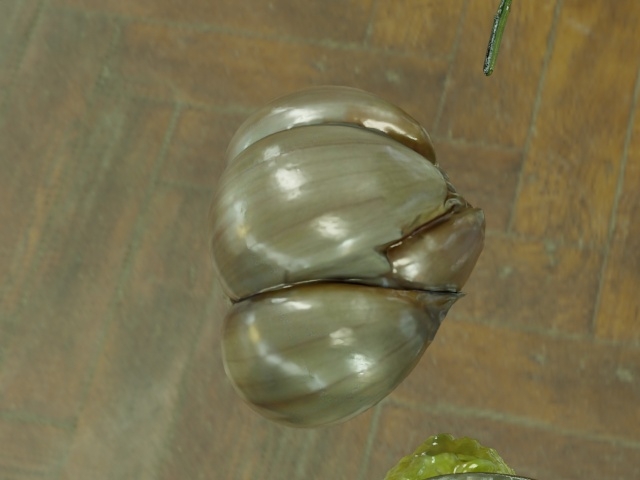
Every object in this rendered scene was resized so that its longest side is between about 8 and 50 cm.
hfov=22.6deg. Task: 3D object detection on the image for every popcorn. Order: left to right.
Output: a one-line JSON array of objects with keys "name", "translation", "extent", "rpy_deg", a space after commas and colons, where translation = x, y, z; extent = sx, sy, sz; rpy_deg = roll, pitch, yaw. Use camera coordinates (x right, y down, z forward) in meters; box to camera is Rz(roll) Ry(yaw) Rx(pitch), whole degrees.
[{"name": "popcorn", "translation": [0.135, 0.354, 1.874], "extent": [0.251, 0.237, 0.206], "rpy_deg": [-39, 87, 7]}]

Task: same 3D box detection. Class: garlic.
[{"name": "garlic", "translation": [0.000, 0.000, 1.033], "extent": [0.191, 0.160, 0.214], "rpy_deg": [-26, 22, 22]}]

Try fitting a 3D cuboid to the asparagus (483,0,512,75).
[{"name": "asparagus", "translation": [0.159, -0.212, 1.322], "extent": [0.016, 0.166, 0.013], "rpy_deg": [10, 26, -10]}]

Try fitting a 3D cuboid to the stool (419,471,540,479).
[{"name": "stool", "translation": [0.116, 0.184, 0.511], "extent": [0.179, 0.264, 0.179], "rpy_deg": [-18, 61, 36]}]
